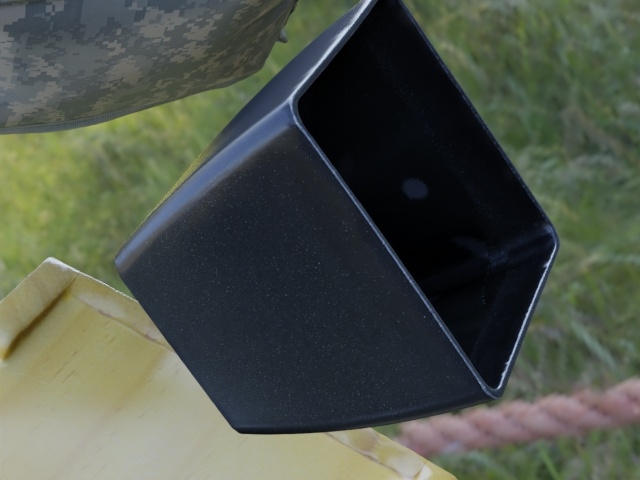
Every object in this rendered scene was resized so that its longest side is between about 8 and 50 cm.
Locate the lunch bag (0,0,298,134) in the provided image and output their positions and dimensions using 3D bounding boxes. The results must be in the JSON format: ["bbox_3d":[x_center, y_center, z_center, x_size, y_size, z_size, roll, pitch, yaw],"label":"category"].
[{"bbox_3d":[-0.144,-0.201,1.344,0.287,0.169,0.235,-6,-19,-19],"label":"lunch bag"}]

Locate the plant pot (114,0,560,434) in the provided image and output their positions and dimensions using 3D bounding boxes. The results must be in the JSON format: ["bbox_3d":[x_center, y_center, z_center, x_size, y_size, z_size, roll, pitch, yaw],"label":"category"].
[{"bbox_3d":[0.000,0.000,0.983,0.167,0.188,0.187,-27,16,28],"label":"plant pot"}]

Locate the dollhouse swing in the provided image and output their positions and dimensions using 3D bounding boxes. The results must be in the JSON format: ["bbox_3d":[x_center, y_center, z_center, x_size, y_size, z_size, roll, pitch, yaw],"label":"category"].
[{"bbox_3d":[-0.131,0.238,1.272,0.305,0.347,0.315,-58,-8,-36],"label":"dollhouse swing"}]
